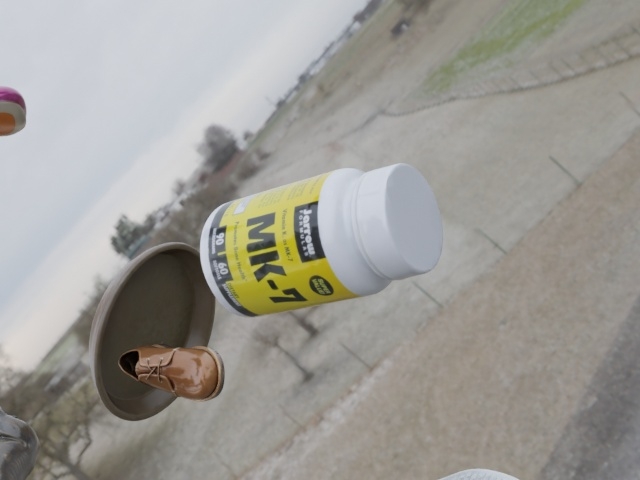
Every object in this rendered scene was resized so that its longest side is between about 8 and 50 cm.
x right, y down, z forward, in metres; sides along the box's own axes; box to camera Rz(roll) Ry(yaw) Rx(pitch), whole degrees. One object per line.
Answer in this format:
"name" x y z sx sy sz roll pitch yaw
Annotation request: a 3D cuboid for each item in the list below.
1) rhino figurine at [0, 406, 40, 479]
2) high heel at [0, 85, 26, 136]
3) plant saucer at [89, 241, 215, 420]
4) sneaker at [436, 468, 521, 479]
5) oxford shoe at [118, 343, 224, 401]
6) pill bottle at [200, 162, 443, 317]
"rhino figurine" -0.447 0.334 1.209 0.073 0.106 0.243 -49 24 40
"high heel" -0.367 -0.163 0.959 0.244 0.082 0.117 -8 82 58
"plant saucer" -0.256 0.135 1.385 0.278 0.041 0.278 -35 -48 -52
"sneaker" 0.208 0.352 1.110 0.282 0.161 0.102 -20 44 56
"oxford shoe" -0.204 0.178 1.232 0.212 0.076 0.076 -4 83 49
"pill bottle" 0.000 0.000 0.849 0.208 0.119 0.119 -14 28 35
